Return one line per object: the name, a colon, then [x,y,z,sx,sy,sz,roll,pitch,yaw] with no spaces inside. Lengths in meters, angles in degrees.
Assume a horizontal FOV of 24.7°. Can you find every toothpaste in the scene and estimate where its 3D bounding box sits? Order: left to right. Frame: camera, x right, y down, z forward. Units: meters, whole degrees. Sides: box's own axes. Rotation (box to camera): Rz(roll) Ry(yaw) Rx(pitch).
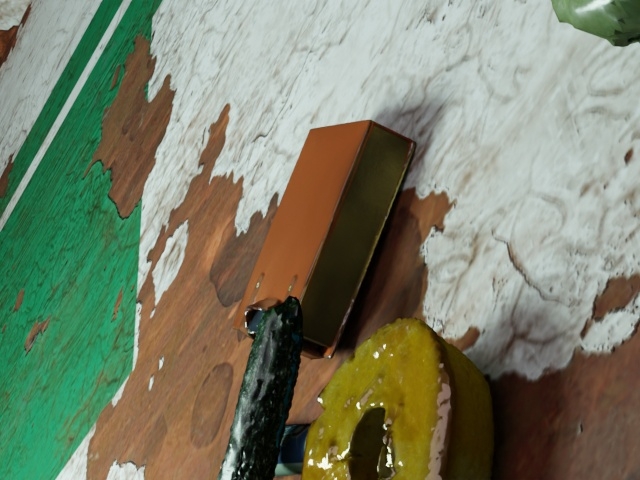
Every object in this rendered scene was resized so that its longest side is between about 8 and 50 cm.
toothpaste: [-0.025,0.162,1.128,0.057,0.034,0.197,-60,16,-22]

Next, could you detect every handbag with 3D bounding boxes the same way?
handbag: [0.000,0.000,1.186,0.127,0.062,0.190,0,67,66]

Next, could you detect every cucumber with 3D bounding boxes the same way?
cucumber: [-0.051,0.166,1.087,0.044,0.043,0.257,13,90,63]

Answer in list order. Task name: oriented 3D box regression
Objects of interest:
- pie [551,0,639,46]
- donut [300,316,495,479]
pie: [0.226,-0.292,0.899,0.296,0.078,0.371,16,83,67]
donut: [0.053,0.141,0.930,0.162,0.065,0.178,-13,58,58]
